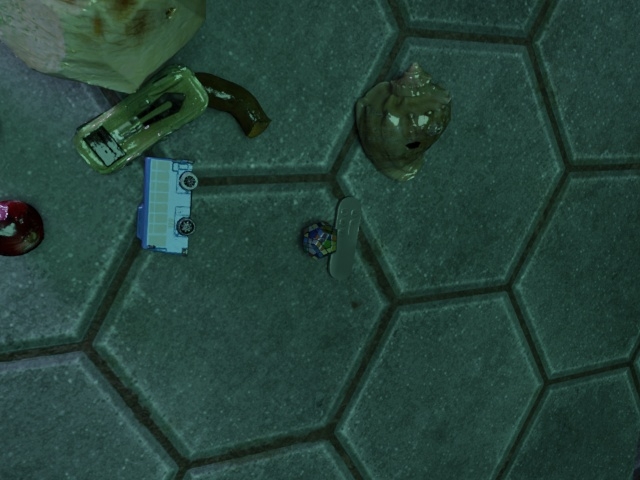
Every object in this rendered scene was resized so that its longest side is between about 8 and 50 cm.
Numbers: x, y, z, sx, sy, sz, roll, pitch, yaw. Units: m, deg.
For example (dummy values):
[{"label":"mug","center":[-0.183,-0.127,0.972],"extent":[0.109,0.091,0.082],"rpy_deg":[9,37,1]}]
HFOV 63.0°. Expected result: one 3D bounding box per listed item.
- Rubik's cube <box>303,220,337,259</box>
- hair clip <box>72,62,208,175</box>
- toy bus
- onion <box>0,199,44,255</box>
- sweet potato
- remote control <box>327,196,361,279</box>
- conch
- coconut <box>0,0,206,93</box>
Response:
[{"label":"Rubik's cube","center":[0.000,0.000,1.443],"extent":[0.111,0.111,0.093],"rpy_deg":[-23,81,-17]},{"label":"hair clip","center":[-0.407,-0.283,1.203],"extent":[0.321,0.091,0.138],"rpy_deg":[-30,122,7]},{"label":"toy bus","center":[-0.371,-0.083,1.262],"extent":[0.133,0.116,0.234],"rpy_deg":[3,98,-22]},{"label":"onion","center":[-0.676,-0.026,1.146],"extent":[0.131,0.131,0.131],"rpy_deg":[-5,103,-22]},{"label":"sweet potato","center":[-0.252,-0.340,1.271],"extent":[0.286,0.085,0.112],"rpy_deg":[17,99,-24]},{"label":"remote control","center":[0.070,-0.006,1.511],"extent":[0.077,0.022,0.245],"rpy_deg":[5,99,-22]},{"label":"conch","center":[0.230,-0.319,1.436],"extent":[0.263,0.186,0.324],"rpy_deg":[-2,102,-4]},{"label":"coconut","center":[-0.426,-0.492,1.010],"extent":[0.415,0.415,0.344],"rpy_deg":[6,67,-24]}]
